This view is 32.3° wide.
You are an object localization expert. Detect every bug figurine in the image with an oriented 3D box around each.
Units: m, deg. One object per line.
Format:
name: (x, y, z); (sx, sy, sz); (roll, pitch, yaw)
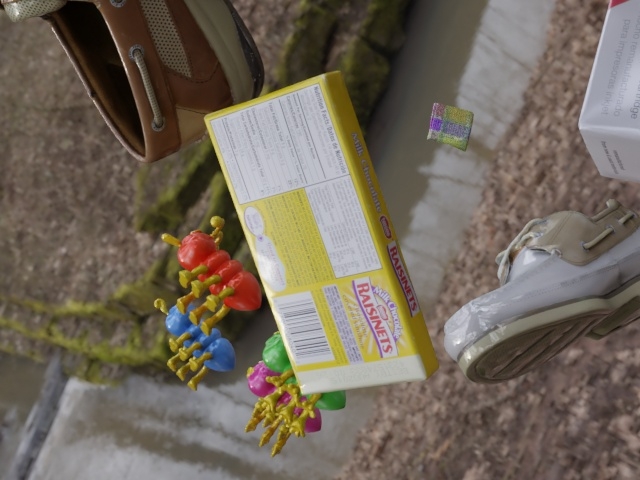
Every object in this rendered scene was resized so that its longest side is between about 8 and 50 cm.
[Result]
bug figurine: (-0.072, 0.098, 1.034); (0.072, 0.216, 0.279); (-43, -8, -23)

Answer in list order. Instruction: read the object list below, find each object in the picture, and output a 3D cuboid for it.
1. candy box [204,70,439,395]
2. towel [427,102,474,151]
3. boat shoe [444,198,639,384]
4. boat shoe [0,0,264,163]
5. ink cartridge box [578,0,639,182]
candy box: (0.000, 0.000, 0.731); (0.105, 0.206, 0.027); (-13, 10, 34)
towel: (0.184, -0.161, 1.559); (0.009, 0.060, 0.083); (107, 179, -48)
boat shoe: (0.195, 0.037, 0.928); (0.113, 0.302, 0.103); (-46, 67, 38)
boat shoe: (-0.164, -0.193, 0.738); (0.120, 0.324, 0.122); (-45, 23, -24)
ink cartridge box: (0.484, -0.182, 1.086); (0.384, 0.160, 0.279); (12, 79, 25)
